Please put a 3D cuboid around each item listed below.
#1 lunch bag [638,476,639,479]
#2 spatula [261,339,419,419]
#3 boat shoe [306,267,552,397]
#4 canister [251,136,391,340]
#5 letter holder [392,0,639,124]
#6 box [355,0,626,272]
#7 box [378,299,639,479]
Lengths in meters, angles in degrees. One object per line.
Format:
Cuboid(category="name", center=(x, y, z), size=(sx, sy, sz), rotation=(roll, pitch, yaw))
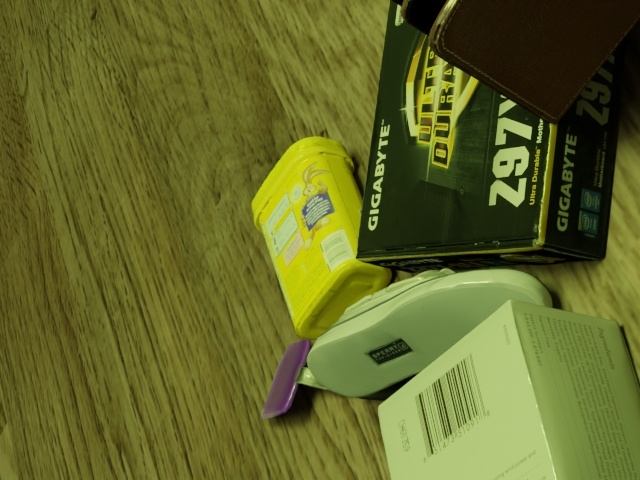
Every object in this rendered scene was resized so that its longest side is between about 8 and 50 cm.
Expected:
Cuboid(category="lunch bag", center=(0.272, 0.177, 0.963), size=(0.096, 0.129, 0.151), rotation=(-5, 76, 57))
Cuboid(category="spatula", center=(0.021, 0.136, 1.467), size=(0.296, 0.030, 0.084), rotation=(-6, 61, 56))
Cuboid(category="boat shoe", center=(0.095, 0.062, 1.323), size=(0.258, 0.095, 0.084), rotation=(-17, 30, 39))
Cuboid(category="canister", center=(0.000, 0.000, 1.511), size=(0.126, 0.073, 0.170), rotation=(-53, 40, 34))
Cuboid(category="letter holder", center=(0.171, -0.268, 1.103), size=(0.302, 0.214, 0.152), rotation=(-52, 57, 13))
Cuboid(category="box", center=(0.148, -0.137, 1.321), size=(0.257, 0.079, 0.322), rotation=(-4, 76, 56))
Cuboid(category="box", center=(0.153, 0.171, 1.162), size=(0.181, 0.119, 0.182), rotation=(-45, 45, 41))
